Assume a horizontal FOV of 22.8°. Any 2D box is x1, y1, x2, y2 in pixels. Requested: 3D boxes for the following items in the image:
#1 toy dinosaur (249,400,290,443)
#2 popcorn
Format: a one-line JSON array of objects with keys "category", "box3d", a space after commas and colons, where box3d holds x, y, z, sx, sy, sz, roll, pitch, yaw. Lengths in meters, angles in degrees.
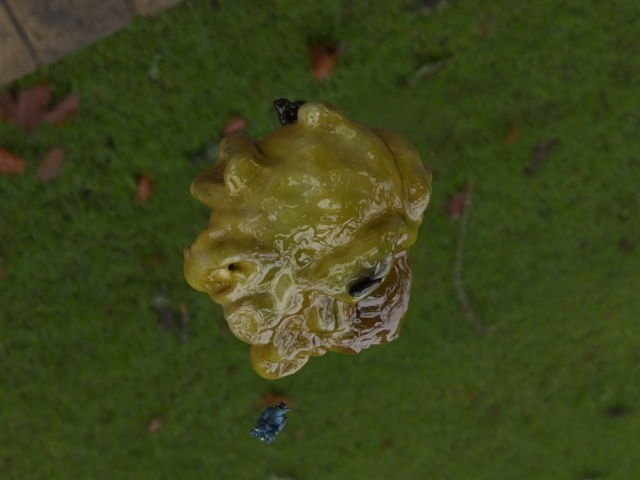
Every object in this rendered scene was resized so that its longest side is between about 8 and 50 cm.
[{"category": "toy dinosaur", "box3d": [-0.061, 0.223, 1.957, 0.047, 0.031, 0.083, -60, -175, -22]}, {"category": "popcorn", "box3d": [0.000, 0.000, 1.784, 0.297, 0.281, 0.316, -35, 122, -4]}]
